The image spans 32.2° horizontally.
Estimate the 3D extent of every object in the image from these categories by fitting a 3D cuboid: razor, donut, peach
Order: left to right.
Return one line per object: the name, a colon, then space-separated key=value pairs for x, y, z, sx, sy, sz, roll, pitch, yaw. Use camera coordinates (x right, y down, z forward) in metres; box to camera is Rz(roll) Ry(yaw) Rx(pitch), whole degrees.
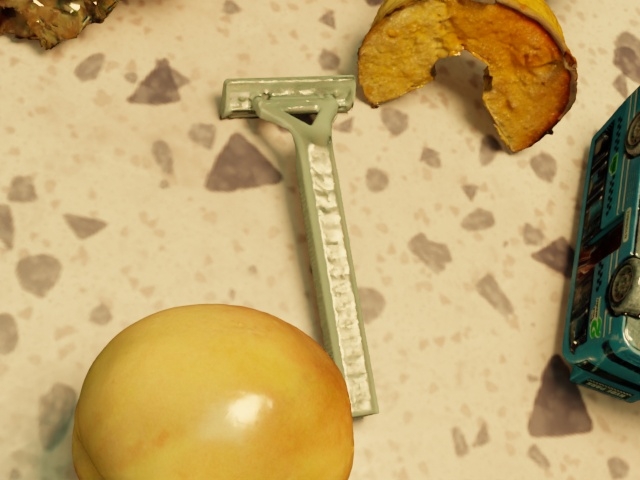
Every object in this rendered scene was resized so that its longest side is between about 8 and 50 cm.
peach: x=-0.064 y=0.125 z=0.702 sx=0.184 sy=0.184 sz=0.184 roll=6 pitch=66 yaw=-15
razor: x=0.004 y=-0.003 z=0.842 sx=0.111 sy=0.056 sz=0.278 roll=-5 pitch=70 yaw=-21
donut: x=0.124 y=-0.156 z=0.899 sx=0.181 sy=0.146 sz=0.078 roll=18 pitch=50 yaw=-7

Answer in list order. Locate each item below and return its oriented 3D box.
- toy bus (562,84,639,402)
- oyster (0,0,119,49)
toy bus: x=0.269 y=0.005 z=0.878 sx=0.113 sy=0.134 sz=0.246 roll=20 pitch=63 yaw=-11
oyster: x=-0.198 y=-0.243 z=0.833 sx=0.259 sy=0.092 sz=0.198 roll=7 pitch=106 yaw=-17
